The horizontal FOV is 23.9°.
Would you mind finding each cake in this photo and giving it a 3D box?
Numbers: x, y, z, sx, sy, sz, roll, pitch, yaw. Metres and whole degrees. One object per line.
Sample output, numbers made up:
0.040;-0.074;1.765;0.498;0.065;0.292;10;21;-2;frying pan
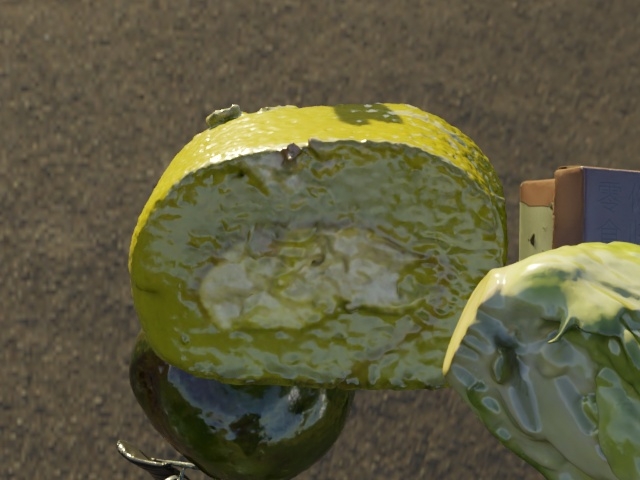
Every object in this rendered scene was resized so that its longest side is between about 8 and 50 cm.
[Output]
0.000;0.000;1.046;0.261;0.179;0.156;2;16;2;cake

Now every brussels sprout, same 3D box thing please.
0.156;0.076;0.756;0.183;0.131;0.145;42;35;15;brussels sprout

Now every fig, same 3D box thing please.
-0.051;0.094;1.320;0.195;0.195;0.245;27;64;15;fig

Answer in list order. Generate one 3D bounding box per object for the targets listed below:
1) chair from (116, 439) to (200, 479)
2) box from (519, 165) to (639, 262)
-0.158;0.315;1.620;0.221;0.140;0.145;14;54;45;chair
0.253;0.055;1.164;0.215;0.086;0.215;2;87;-30;box
